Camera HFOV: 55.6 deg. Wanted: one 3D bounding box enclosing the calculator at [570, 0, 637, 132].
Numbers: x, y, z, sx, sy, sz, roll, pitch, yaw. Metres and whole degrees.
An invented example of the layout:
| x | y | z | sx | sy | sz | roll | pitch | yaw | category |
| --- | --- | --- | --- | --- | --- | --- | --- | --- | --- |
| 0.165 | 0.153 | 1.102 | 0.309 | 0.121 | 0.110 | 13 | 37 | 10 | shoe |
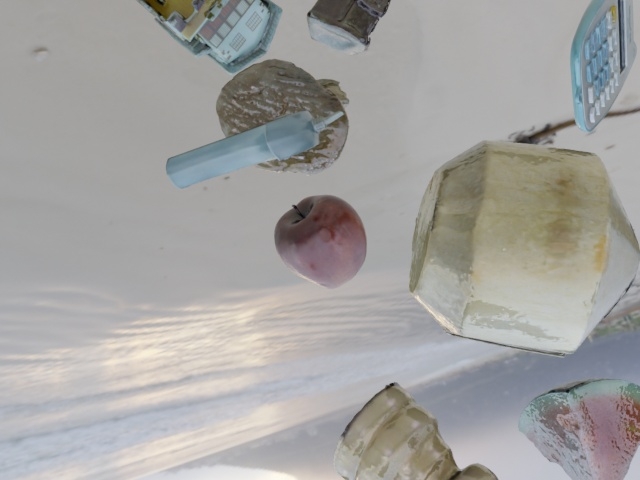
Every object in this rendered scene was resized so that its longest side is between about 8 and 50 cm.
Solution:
| x | y | z | sx | sy | sz | roll | pitch | yaw | category |
| --- | --- | --- | --- | --- | --- | --- | --- | --- | --- |
| 0.609 | -0.402 | 1.310 | 0.055 | 0.256 | 0.386 | 9 | -135 | 36 | calculator |

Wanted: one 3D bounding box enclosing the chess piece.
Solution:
| x | y | z | sx | sy | sz | roll | pitch | yaw | category |
| --- | --- | --- | --- | --- | --- | --- | --- | --- | --- |
| 0.150 | 0.302 | 0.720 | 0.143 | 0.261 | 0.142 | -31 | 139 | -32 | chess piece |

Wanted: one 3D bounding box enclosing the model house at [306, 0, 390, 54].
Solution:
| x | y | z | sx | sy | sz | roll | pitch | yaw | category |
| --- | --- | --- | --- | --- | --- | --- | --- | --- | --- |
| 0.062 | -0.432 | 1.119 | 0.152 | 0.165 | 0.106 | -60 | 156 | 2 | model house |

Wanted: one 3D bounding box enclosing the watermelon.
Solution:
| x | y | z | sx | sy | sz | roll | pitch | yaw | category |
| --- | --- | --- | --- | --- | --- | --- | --- | --- | --- |
| 0.450 | 0.310 | 1.007 | 0.208 | 0.202 | 0.136 | -2 | -172 | -3 | watermelon |

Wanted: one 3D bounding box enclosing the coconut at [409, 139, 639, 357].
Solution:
| x | y | z | sx | sy | sz | roll | pitch | yaw | category |
| --- | --- | --- | --- | --- | --- | --- | --- | --- | --- |
| 0.288 | 0.010 | 0.868 | 0.323 | 0.322 | 0.323 | -17 | 165 | -5 | coconut |

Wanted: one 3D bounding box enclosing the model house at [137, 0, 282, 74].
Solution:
| x | y | z | sx | sy | sz | roll | pitch | yaw | category |
| --- | --- | --- | --- | --- | --- | --- | --- | --- | --- |
| -0.223 | -0.467 | 1.171 | 0.198 | 0.224 | 0.215 | -49 | 150 | 3 | model house |

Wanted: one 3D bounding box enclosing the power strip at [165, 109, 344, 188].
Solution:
| x | y | z | sx | sy | sz | roll | pitch | yaw | category |
| --- | --- | --- | --- | --- | --- | --- | --- | --- | --- |
| -0.069 | -0.112 | 0.703 | 0.216 | 0.044 | 0.137 | -10 | -166 | 38 | power strip |

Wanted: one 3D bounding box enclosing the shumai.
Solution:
| x | y | z | sx | sy | sz | roll | pitch | yaw | category |
| --- | --- | --- | --- | --- | --- | --- | --- | --- | --- |
| -0.042 | -0.184 | 0.925 | 0.210 | 0.161 | 0.153 | 20 | -165 | 16 | shumai |

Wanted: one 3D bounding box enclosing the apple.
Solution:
| x | y | z | sx | sy | sz | roll | pitch | yaw | category |
| --- | --- | --- | --- | --- | --- | --- | --- | --- | --- |
| -0.001 | 0.000 | 1.490 | 0.234 | 0.233 | 0.234 | -17 | 165 | -5 | apple |
